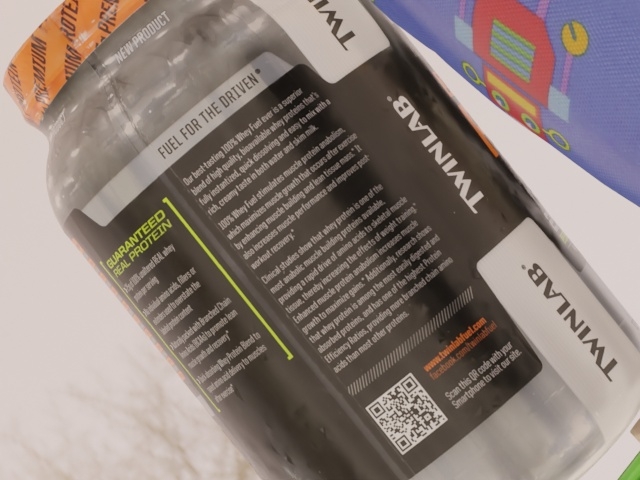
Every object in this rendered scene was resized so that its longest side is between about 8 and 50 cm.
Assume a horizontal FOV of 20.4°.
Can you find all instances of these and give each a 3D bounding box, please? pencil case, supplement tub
[{"bbox_3d":[0.112,-0.092,0.611,0.133,0.306,0.119,-34,-39,-19],"label":"pencil case"},{"bbox_3d":[0.000,0.000,0.871,0.193,0.316,0.193,-38,0,0],"label":"supplement tub"}]

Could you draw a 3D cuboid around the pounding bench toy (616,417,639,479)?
[{"bbox_3d":[0.110,0.109,0.623,0.065,0.052,0.083,-29,-75,-3],"label":"pounding bench toy"}]
